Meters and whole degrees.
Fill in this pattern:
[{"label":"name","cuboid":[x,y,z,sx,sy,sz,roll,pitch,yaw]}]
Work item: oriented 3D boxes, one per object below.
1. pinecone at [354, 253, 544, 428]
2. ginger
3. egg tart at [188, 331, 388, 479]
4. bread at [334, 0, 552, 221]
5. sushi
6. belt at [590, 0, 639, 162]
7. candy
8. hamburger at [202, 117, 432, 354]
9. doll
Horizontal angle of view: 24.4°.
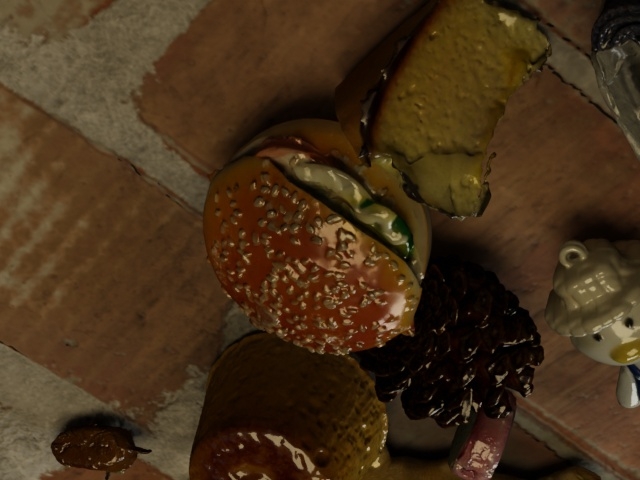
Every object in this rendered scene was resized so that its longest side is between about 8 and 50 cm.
[{"label":"pinecone","cuboid":[0.135,0.104,1.407,0.165,0.163,0.163,24,131,-32]},{"label":"ginger","cuboid":[0.153,0.279,1.595,0.299,0.065,0.118,7,116,4]},{"label":"egg tart","cuboid":[-0.042,0.205,1.500,0.202,0.147,0.202,6,115,13]},{"label":"bread","cuboid":[0.101,-0.111,1.230,0.140,0.160,0.169,34,126,-17]},{"label":"sushi","cuboid":[-0.246,0.231,1.641,0.118,0.061,0.060,14,174,20]},{"label":"belt","cuboid":[0.317,-0.135,1.198,0.139,0.126,0.230,-3,133,49]},{"label":"candy","cuboid":[0.164,0.196,1.503,0.043,0.103,0.103,23,129,0]},{"label":"hamburger","cuboid":[-0.004,-0.001,1.332,0.237,0.147,0.237,13,120,23]},{"label":"doll","cuboid":[0.314,0.101,1.388,0.138,0.119,0.293,-23,121,38]}]
